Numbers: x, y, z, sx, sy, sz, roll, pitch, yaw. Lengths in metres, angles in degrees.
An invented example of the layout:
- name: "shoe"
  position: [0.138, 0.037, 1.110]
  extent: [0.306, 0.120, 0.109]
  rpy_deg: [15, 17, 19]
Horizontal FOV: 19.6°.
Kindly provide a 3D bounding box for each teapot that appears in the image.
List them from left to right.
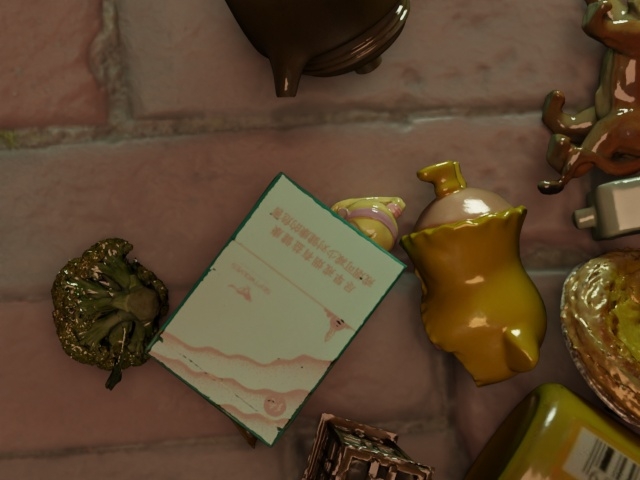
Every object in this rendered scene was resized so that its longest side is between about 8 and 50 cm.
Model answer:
- name: "teapot"
  position: [0.016, -0.252, 1.874]
  extent: [0.267, 0.186, 0.175]
  rpy_deg: [-52, 127, -30]

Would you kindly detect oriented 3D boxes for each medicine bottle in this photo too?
- name: "medicine bottle"
  position: [0.323, 0.329, 1.831]
  extent: [0.384, 0.224, 0.224]
  rpy_deg: [33, 86, -2]

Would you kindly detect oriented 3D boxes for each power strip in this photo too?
- name: "power strip"
  position: [0.449, -0.057, 1.920]
  extent: [0.385, 0.091, 0.062]
  rpy_deg: [-10, 87, -3]

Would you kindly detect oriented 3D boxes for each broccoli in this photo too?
- name: "broccoli"
  position: [-0.209, 0.069, 1.865]
  extent: [0.131, 0.120, 0.130]
  rpy_deg: [-44, 108, -35]

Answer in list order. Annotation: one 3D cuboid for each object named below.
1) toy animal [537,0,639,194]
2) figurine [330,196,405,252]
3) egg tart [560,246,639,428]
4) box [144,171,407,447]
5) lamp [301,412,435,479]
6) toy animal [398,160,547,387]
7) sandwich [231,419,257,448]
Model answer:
- name: "toy animal"
  position: [0.329, -0.179, 1.919]
  extent: [0.158, 0.097, 0.312]
  rpy_deg: [16, 89, -9]
- name: "figurine"
  position: [0.000, 0.000, 1.911]
  extent: [0.187, 0.083, 0.083]
  rpy_deg: [-21, 89, 9]
- name: "egg tart"
  position: [0.339, 0.112, 1.878]
  extent: [0.234, 0.094, 0.234]
  rpy_deg: [15, 48, -17]
- name: "box"
  position: [-0.045, 0.069, 1.839]
  extent: [0.161, 0.042, 0.226]
  rpy_deg: [36, 85, 2]
- name: "lamp"
  position: [0.039, 0.229, 1.768]
  extent: [0.090, 0.325, 0.089]
  rpy_deg: [17, 88, -4]
- name: "toy animal"
  position: [0.158, 0.029, 1.875]
  extent: [0.156, 0.156, 0.229]
  rpy_deg: [-22, 90, -4]
- name: "sandwich"
  position: [-0.108, 0.155, 1.889]
  extent: [0.116, 0.074, 0.074]
  rpy_deg: [21, 87, -1]
